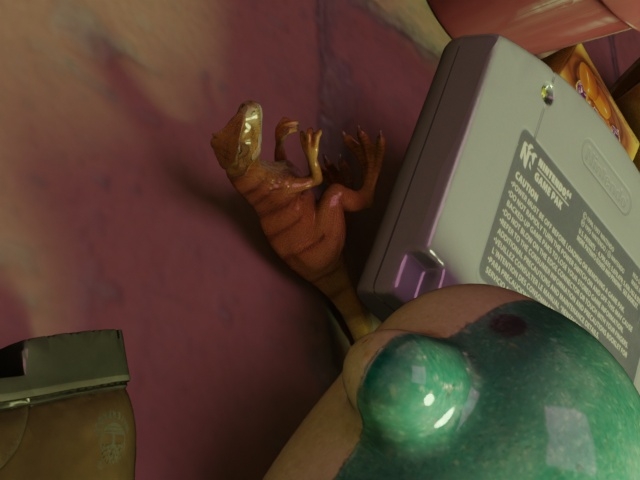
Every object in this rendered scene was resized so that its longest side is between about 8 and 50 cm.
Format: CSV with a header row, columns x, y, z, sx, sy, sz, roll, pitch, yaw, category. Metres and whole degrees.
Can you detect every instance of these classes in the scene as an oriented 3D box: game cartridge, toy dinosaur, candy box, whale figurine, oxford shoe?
x,y,z,sx,sy,sz,roll,pitch,yaw,category
0.145,0.016,0.654,0.294,0.060,0.196,41,65,-39,game cartridge
0.000,0.000,0.582,0.211,0.064,0.112,56,51,-31,toy dinosaur
0.188,-0.068,0.814,0.109,0.053,0.186,55,42,-15,candy box
0.047,0.138,0.455,0.272,0.141,0.216,-30,133,-36,whale figurine
-0.146,0.091,0.340,0.227,0.083,0.096,-7,81,-48,oxford shoe

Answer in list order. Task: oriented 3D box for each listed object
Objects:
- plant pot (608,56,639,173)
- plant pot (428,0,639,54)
x,y,z,sx,sy,sz,roll,pitch,yaw,category
0.382,-0.071,0.921,0.254,0.237,0.237,44,42,-4,plant pot
0.182,-0.228,0.785,0.201,0.180,0.201,25,54,-39,plant pot
